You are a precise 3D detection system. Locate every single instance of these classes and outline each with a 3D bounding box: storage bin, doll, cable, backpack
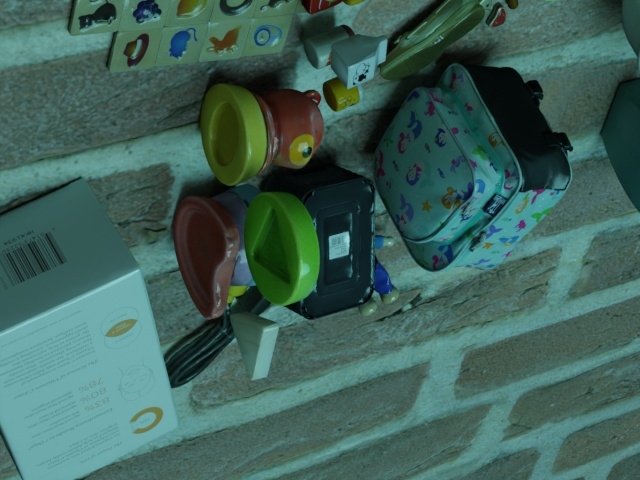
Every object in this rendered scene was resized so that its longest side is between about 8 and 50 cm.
[{"bbox_3d":[0.000,0.000,2.000,0.122,0.084,0.180,-15,116,-33],"label":"storage bin"},{"bbox_3d":[0.051,0.033,2.180,0.129,0.046,0.189,-29,140,7],"label":"doll"},{"bbox_3d":[-0.123,0.094,2.124,0.139,0.072,0.287,-18,158,-52],"label":"cable"},{"bbox_3d":[0.184,-0.081,2.006,0.191,0.225,0.253,-7,146,-31],"label":"backpack"}]

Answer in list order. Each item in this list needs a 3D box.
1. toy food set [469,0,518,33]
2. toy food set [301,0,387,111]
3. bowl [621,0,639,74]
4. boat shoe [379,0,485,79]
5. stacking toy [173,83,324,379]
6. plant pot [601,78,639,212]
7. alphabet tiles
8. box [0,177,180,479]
[{"bbox_3d":[0.235,-0.314,1.948,0.078,0.019,0.122,-12,139,-30],"label":"toy food set"},{"bbox_3d":[0.049,-0.258,1.758,0.105,0.111,0.232,-25,149,-18],"label":"toy food set"},{"bbox_3d":[0.503,-0.352,2.017,0.298,0.134,0.298,-28,152,-16],"label":"bowl"},{"bbox_3d":[0.133,-0.259,1.914,0.153,0.048,0.056,-37,158,14],"label":"boat shoe"},{"bbox_3d":[-0.052,-0.013,1.841,0.130,0.279,0.309,-10,143,-30],"label":"stacking toy"},{"bbox_3d":[0.532,-0.131,2.228,0.166,0.234,0.165,-15,141,-26],"label":"plant pot"},{"bbox_3d":[-0.106,-0.311,1.672,0.343,0.011,0.285,-11,139,-32],"label":"alphabet tiles"},{"bbox_3d":[-0.322,0.126,1.867,0.215,0.168,0.345,-25,144,-16],"label":"box"}]
